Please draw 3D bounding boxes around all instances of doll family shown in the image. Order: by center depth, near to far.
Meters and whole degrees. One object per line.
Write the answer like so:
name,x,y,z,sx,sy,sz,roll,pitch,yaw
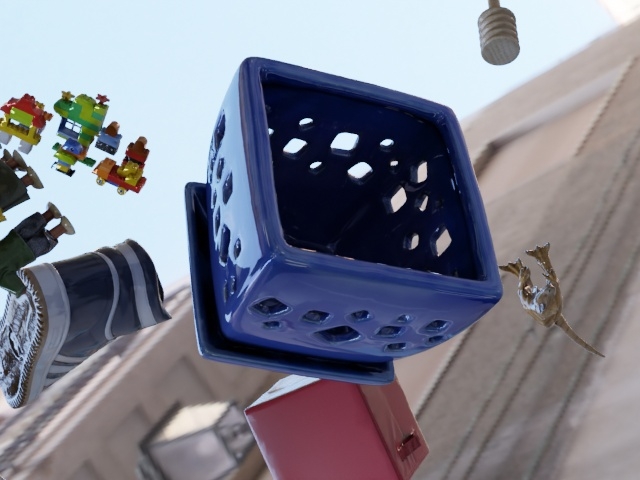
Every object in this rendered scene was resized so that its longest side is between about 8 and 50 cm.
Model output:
doll family,-0.279,-0.039,1.030,0.193,0.111,0.076,46,163,25

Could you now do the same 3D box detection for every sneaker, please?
sneaker,-0.251,0.087,1.419,0.153,0.282,0.099,-19,-105,-29

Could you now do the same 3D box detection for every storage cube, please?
storage cube,0.029,0.287,2.073,0.193,0.215,0.184,65,-161,-1

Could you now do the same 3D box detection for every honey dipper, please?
honey dipper,0.135,-0.201,1.075,0.030,0.030,0.160,35,-141,-33

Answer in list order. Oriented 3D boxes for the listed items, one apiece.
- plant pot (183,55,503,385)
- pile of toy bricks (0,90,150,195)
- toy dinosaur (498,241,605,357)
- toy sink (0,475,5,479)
plant pot,0.000,0.000,1.262,0.236,0.212,0.236,11,-130,-26
pile of toy bricks,-0.319,-0.155,1.857,0.212,0.105,0.118,24,-148,-2
toy dinosaur,0.240,0.069,1.469,0.211,0.064,0.112,29,-139,-65
toy sink,-0.407,0.248,1.380,0.131,0.234,0.153,-46,-77,-16
